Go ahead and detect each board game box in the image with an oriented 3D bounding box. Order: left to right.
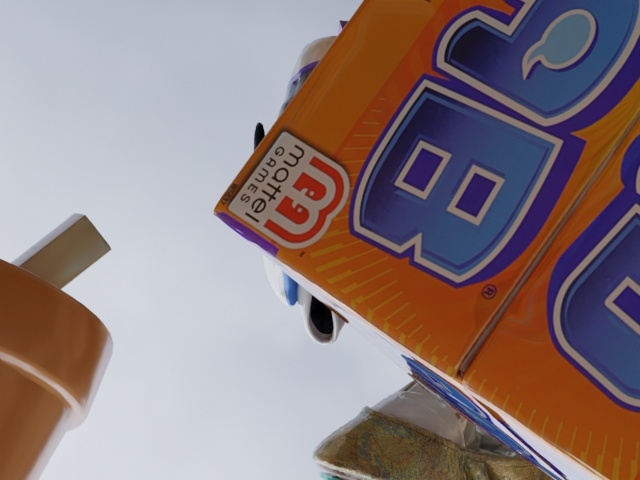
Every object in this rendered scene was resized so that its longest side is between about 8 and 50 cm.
[{"bbox_3d":[0.233,-0.015,1.043,0.356,0.356,0.356,34,176,31],"label":"board game box"}]

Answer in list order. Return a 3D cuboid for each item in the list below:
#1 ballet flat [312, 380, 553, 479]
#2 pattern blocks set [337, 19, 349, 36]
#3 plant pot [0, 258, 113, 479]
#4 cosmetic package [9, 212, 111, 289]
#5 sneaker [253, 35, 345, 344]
[{"bbox_3d":[0.113,0.180,1.593,0.348,0.123,0.123,21,-156,-53],"label":"ballet flat"},{"bbox_3d":[0.071,-0.140,1.757,0.026,0.285,0.325,-2,-143,-20],"label":"pattern blocks set"},{"bbox_3d":[-0.315,0.130,1.301,0.290,0.291,0.204,21,-113,-17],"label":"plant pot"},{"bbox_3d":[-0.246,0.026,1.600,0.041,0.115,0.060,54,165,-13],"label":"cosmetic package"},{"bbox_3d":[0.001,0.000,1.570,0.130,0.323,0.236,8,-119,2],"label":"sneaker"}]
